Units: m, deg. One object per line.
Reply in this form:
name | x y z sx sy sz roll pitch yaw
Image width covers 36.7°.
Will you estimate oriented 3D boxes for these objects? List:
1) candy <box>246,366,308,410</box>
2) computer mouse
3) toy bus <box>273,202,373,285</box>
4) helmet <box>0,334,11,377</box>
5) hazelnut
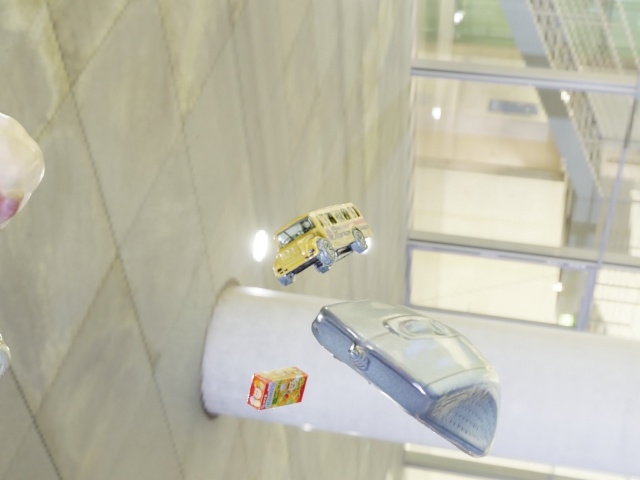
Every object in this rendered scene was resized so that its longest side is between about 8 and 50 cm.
candy | -0.079 0.277 1.810 0.122 0.038 0.062 0 108 -50
computer mouse | 0.124 0.154 1.154 0.122 0.188 0.371 -56 148 -2
toy bus | 0.000 0.000 1.990 0.123 0.121 0.335 62 22 5
helmet | -0.518 0.115 1.216 0.204 0.257 0.137 46 25 -58
hazelnut | -0.514 -0.085 1.331 0.261 0.261 0.241 -69 154 -51
